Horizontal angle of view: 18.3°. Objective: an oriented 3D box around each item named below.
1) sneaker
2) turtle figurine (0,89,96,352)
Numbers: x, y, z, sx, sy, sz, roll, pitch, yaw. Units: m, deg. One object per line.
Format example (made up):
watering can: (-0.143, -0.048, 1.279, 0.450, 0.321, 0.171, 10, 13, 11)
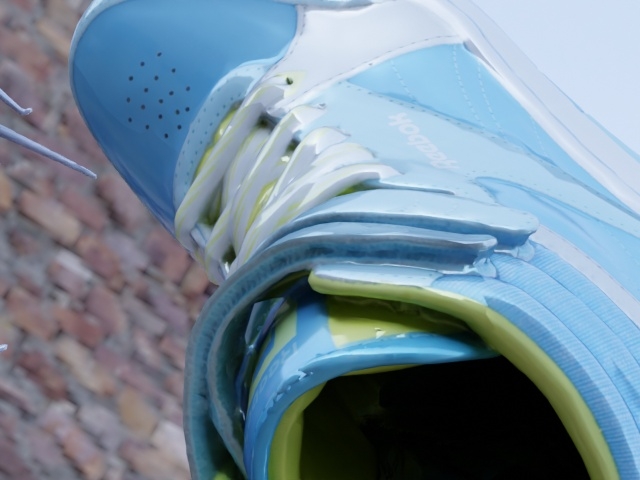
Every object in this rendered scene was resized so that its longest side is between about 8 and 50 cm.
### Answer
sneaker: (0.000, 0.000, 0.582, 0.319, 0.208, 0.127, 33, -68, 28)
turtle figurine: (-0.218, 0.015, 0.846, 0.234, 0.175, 0.118, 8, -26, -19)
